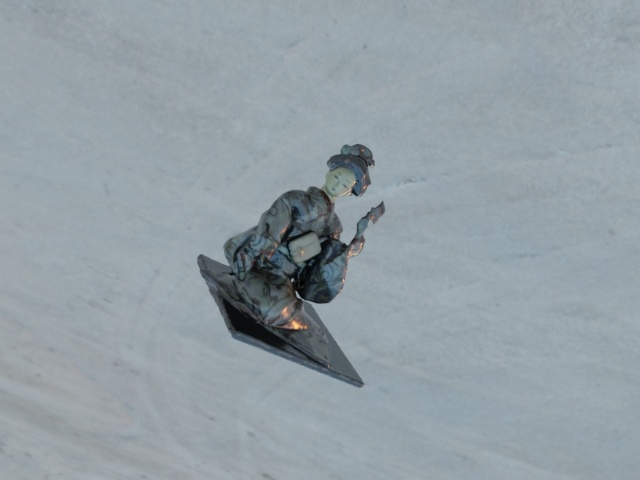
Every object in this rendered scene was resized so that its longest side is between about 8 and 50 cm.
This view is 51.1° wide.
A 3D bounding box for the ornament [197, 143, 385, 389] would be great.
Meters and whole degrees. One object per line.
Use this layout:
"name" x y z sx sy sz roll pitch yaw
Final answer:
"ornament" 0.000 0.000 0.641 0.166 0.196 0.153 27 -169 -32
